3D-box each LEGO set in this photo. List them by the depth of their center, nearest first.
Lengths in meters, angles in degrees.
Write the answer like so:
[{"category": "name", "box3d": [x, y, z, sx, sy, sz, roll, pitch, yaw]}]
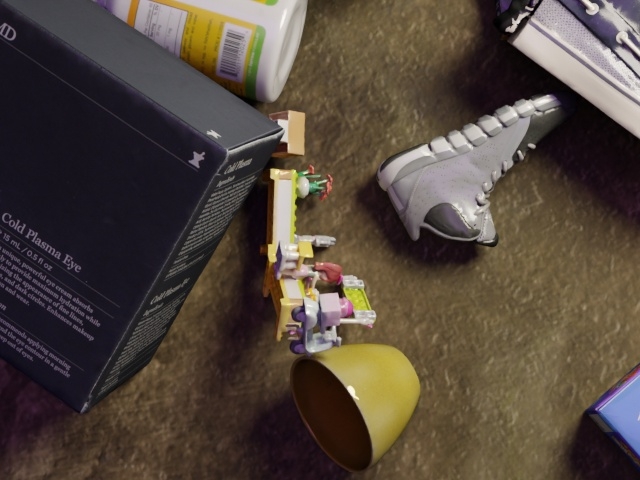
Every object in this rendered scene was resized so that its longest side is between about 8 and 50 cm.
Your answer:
[{"category": "LEGO set", "box3d": [0.000, 0.000, 1.374, 0.107, 0.132, 0.287, 2, 53, -14]}]

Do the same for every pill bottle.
[{"category": "pill bottle", "box3d": [-0.148, -0.245, 1.396, 0.246, 0.136, 0.136, 17, 83, 5]}]

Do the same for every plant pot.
[{"category": "plant pot", "box3d": [0.046, 0.159, 1.345, 0.095, 0.134, 0.134, -28, 81, -28]}]

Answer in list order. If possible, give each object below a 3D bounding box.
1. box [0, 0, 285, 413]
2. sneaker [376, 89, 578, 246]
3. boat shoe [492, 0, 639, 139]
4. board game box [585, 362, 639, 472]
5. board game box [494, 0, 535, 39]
[{"category": "box", "box3d": [-0.269, -0.064, 1.302, 0.343, 0.179, 0.312, 34, 110, 6]}, {"category": "sneaker", "box3d": [0.185, -0.064, 1.391, 0.229, 0.086, 0.132, -23, 86, 9]}, {"category": "boat shoe", "box3d": [0.358, -0.183, 1.342, 0.340, 0.127, 0.158, 35, 102, -3]}, {"category": "board game box", "box3d": [0.485, 0.151, 1.341, 0.347, 0.078, 0.233, -40, 82, -3]}, {"category": "board game box", "box3d": [0.272, -0.304, 1.432, 0.170, 0.048, 0.141, -8, 81, 1]}]
